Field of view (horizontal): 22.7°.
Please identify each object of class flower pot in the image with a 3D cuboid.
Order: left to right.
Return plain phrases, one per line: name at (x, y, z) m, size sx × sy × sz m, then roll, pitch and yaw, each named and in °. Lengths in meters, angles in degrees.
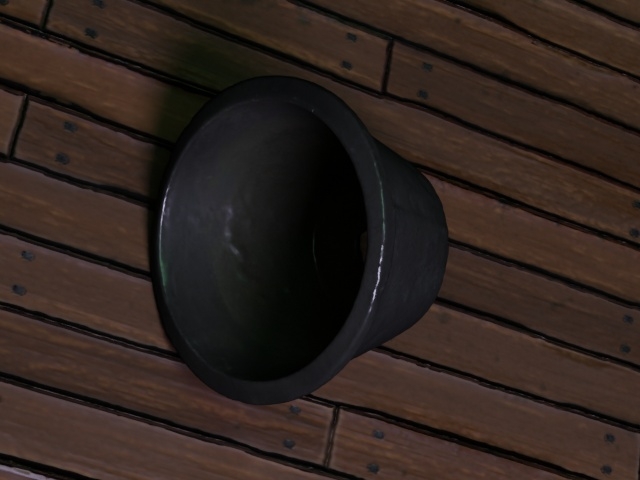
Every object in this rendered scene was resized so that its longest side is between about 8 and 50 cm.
flower pot at (0.000, 0.000, 1.335) m, size 0.166 × 0.269 × 0.269 m, roll 0°, pitch 72°, yaw -48°
